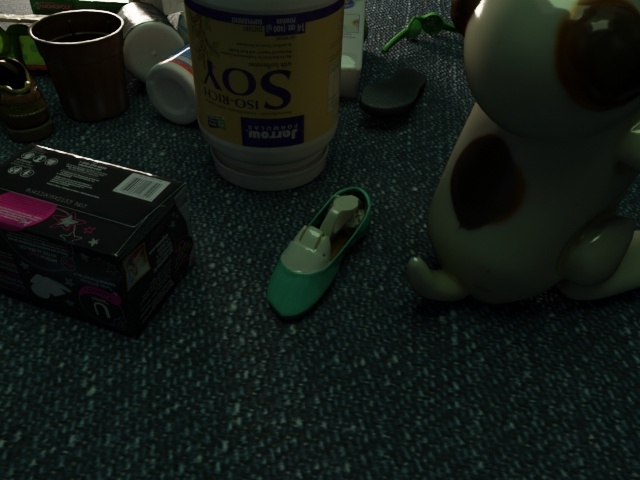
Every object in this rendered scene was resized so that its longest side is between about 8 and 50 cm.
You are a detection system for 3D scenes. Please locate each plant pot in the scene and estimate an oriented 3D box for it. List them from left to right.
[{"bbox_3d":[-0.445,-0.328,1.091,0.166,0.165,0.167,1,40,-1],"label":"plant pot"}]

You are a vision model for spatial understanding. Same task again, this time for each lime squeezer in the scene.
[{"bbox_3d":[0.265,-0.525,1.451,0.310,0.059,0.110,-15,74,-21],"label":"lime squeezer"}]

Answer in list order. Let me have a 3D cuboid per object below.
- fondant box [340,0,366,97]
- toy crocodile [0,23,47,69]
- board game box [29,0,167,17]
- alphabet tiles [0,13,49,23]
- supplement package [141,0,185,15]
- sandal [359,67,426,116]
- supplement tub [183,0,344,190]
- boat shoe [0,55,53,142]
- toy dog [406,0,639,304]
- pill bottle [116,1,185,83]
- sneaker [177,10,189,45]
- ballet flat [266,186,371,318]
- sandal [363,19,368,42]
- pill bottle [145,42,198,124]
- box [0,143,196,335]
[{"bbox_3d":[-0.024,-0.476,1.241,0.238,0.096,0.331,4,67,2],"label":"fondant box"},{"bbox_3d":[-0.617,-0.412,1.238,0.340,0.105,0.115,4,21,5],"label":"toy crocodile"},{"bbox_3d":[-0.530,-0.620,1.439,0.317,0.046,0.214,2,43,-2],"label":"board game box"},{"bbox_3d":[-0.621,-0.511,1.320,0.284,0.011,0.342,-2,22,-13],"label":"alphabet tiles"},{"bbox_3d":[-0.373,-0.613,1.330,0.105,0.105,0.179,-31,52,-30],"label":"supplement package"},{"bbox_3d":[0.157,-0.294,1.175,0.097,0.055,0.254,28,37,16],"label":"sandal"},{"bbox_3d":[-0.085,-0.272,0.916,0.240,0.332,0.241,1,40,-1],"label":"supplement tub"},{"bbox_3d":[-0.600,-0.304,1.102,0.110,0.105,0.307,-30,50,-31],"label":"boat shoe"},{"bbox_3d":[0.259,-0.135,0.694,0.395,0.408,0.285,-19,46,-11],"label":"toy dog"},{"bbox_3d":[-0.379,-0.438,1.240,0.130,0.131,0.246,-14,38,-18],"label":"pill bottle"},{"bbox_3d":[-0.222,-0.480,1.333,0.228,0.092,0.087,4,39,0],"label":"sneaker"},{"bbox_3d":[0.000,0.000,0.793,0.083,0.087,0.247,21,44,20],"label":"ballet flat"},{"bbox_3d":[-0.037,-0.512,1.367,0.302,0.120,0.086,8,55,5],"label":"sandal"},{"bbox_3d":[-0.234,-0.333,1.139,0.124,0.124,0.222,17,44,16],"label":"pill bottle"},{"bbox_3d":[-0.311,-0.007,0.746,0.247,0.142,0.163,15,41,13],"label":"box"}]
